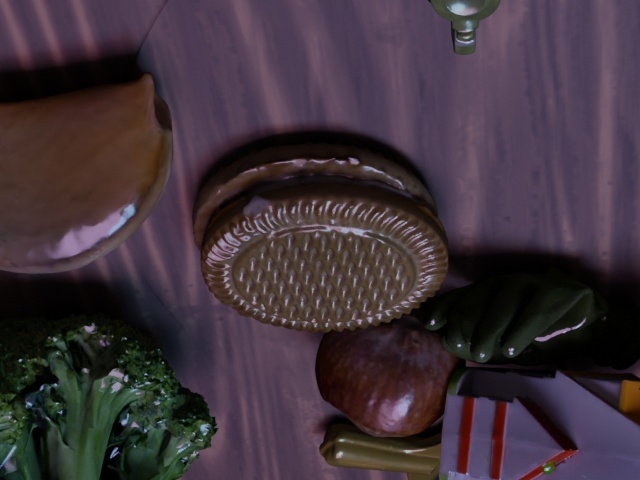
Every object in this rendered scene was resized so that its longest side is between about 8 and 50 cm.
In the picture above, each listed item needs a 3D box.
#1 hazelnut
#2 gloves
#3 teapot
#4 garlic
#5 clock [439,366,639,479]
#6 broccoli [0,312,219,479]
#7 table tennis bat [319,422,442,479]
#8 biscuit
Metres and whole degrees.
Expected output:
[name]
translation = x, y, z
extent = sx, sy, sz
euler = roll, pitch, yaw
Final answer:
[hazelnut]
translation = 0.072, 0.132, 2.035
extent = 0.154, 0.143, 0.143
euler = 22, 143, -1
[gloves]
translation = 0.217, 0.082, 1.986
extent = 0.268, 0.107, 0.135
euler = 3, 145, -37
[teapot]
translation = 0.122, -0.211, 1.569
extent = 0.092, 0.090, 0.124
euler = -18, 141, 25
[garlic]
translation = -0.297, -0.081, 1.743
extent = 0.339, 0.151, 0.196
euler = 6, 118, 3
[clock]
translation = 0.312, 0.220, 1.988
extent = 0.310, 0.166, 0.235
euler = 4, 178, 38
[broccoli]
translation = -0.290, 0.224, 2.021
extent = 0.310, 0.321, 0.413
euler = 16, 157, 29
[table tennis bat]
translation = 0.152, 0.254, 2.292
extent = 0.321, 0.050, 0.198
euler = 8, 146, -21
[biscuit]
translation = 0.000, 0.000, 1.883
extent = 0.259, 0.079, 0.259
euler = 0, 147, 0
